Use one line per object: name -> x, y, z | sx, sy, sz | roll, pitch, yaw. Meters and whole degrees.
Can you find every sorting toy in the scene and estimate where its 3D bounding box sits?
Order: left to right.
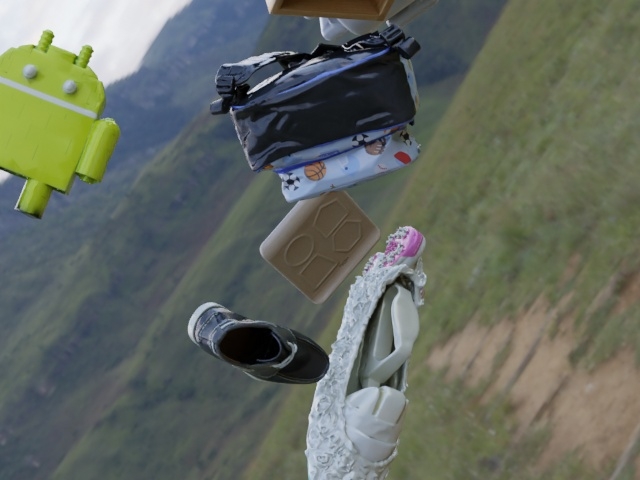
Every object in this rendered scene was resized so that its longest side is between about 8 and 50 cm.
sorting toy -> 0.000, 0.000, 1.945 | 0.193, 0.208, 0.038 | -49, 44, -4

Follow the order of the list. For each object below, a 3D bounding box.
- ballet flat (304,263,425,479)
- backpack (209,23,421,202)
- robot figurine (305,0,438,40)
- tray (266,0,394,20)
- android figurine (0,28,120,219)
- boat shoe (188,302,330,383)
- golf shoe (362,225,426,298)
ballet flat -> 0.077, 0.202, 1.532 | 0.147, 0.147, 0.409 | 129, 158, -54
backpack -> 0.025, -0.180, 1.414 | 0.276, 0.213, 0.263 | -12, 20, 13
robot figurine -> 0.119, -0.562, 2.128 | 0.353, 0.300, 0.200 | -31, 44, 23
tray -> 0.071, -0.496, 1.527 | 0.411, 0.202, 0.076 | 121, 140, -51
android figurine -> -0.422, -0.177, 1.536 | 0.056, 0.248, 0.273 | 141, 151, -81
boat shoe -> -0.071, 0.154, 1.411 | 0.079, 0.233, 0.084 | 17, 83, 51
golf shoe -> 0.186, 0.063, 2.265 | 0.115, 0.140, 0.306 | -65, 6, -24
